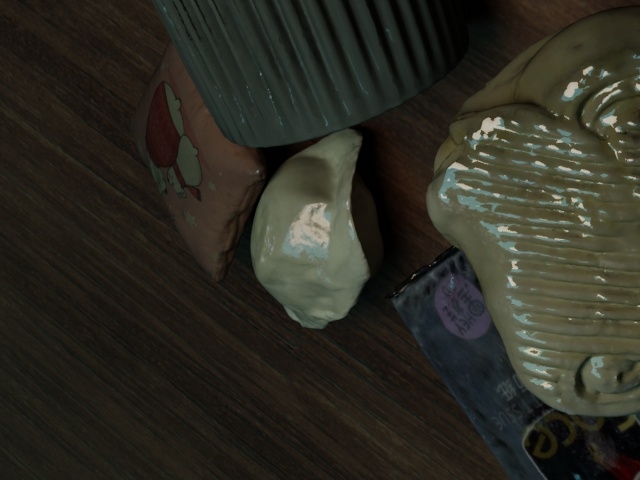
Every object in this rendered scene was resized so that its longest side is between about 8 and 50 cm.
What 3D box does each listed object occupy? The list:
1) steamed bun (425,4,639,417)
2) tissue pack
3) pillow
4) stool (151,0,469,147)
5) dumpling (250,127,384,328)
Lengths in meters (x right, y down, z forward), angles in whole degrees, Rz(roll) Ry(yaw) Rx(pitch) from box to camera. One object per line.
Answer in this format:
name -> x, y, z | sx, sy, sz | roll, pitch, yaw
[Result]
steamed bun -> 0.272, -0.043, 1.670 | 0.310, 0.219, 0.324 | -28, 105, 21
tissue pack -> 0.257, 0.130, 1.883 | 0.259, 0.122, 0.361 | -36, 86, 47
pillow -> -0.127, -0.103, 2.105 | 0.236, 0.084, 0.223 | 65, 150, 22
stool -> -0.032, -0.283, 1.775 | 0.297, 0.297, 0.330 | -2, 119, 45
dumpling -> 0.000, 0.000, 2.036 | 0.250, 0.132, 0.162 | 113, 150, -42
